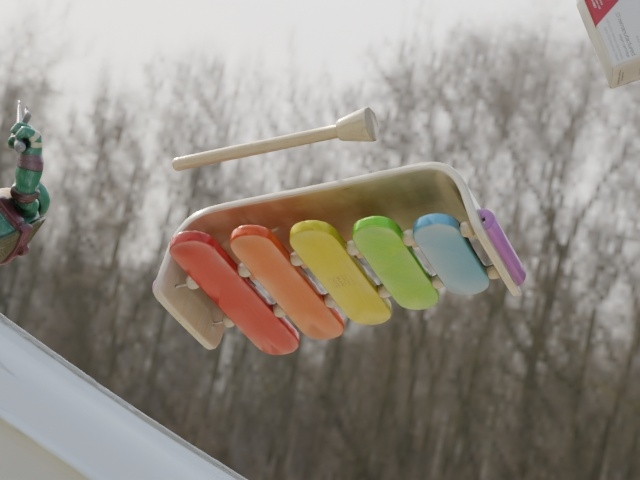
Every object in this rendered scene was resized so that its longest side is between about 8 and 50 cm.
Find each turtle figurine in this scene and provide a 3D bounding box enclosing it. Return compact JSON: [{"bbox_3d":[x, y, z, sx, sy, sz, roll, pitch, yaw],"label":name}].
[{"bbox_3d":[-0.299,-0.032,1.364,0.175,0.118,0.234,-30,7,28],"label":"turtle figurine"}]

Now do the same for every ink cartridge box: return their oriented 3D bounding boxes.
[{"bbox_3d":[0.321,-0.215,1.461,0.135,0.099,0.056,-19,-17,2],"label":"ink cartridge box"}]

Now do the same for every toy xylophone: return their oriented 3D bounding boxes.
[{"bbox_3d":[0.000,0.000,1.330,0.323,0.081,0.236,-16,-38,27],"label":"toy xylophone"}]

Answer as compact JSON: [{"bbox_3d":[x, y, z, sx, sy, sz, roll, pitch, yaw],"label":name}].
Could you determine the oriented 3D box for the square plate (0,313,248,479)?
[{"bbox_3d":[-0.194,0.244,0.887,0.344,0.347,0.049,31,-5,15],"label":"square plate"}]
